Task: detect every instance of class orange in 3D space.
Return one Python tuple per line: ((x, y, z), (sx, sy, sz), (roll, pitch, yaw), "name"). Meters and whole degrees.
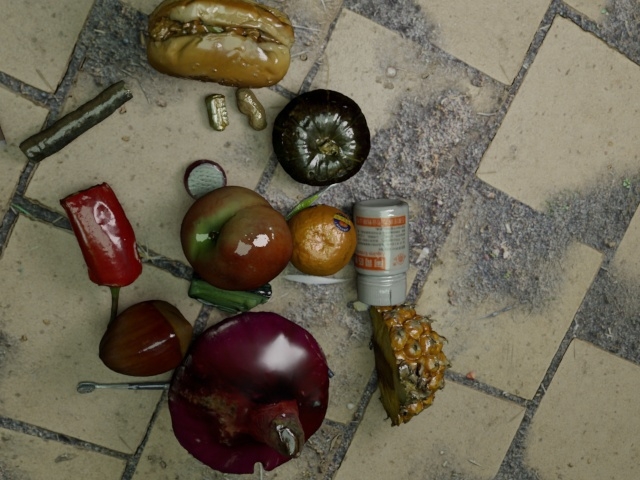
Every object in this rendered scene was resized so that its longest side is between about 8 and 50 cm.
((-0.001, 0.000, 1.741), (0.177, 0.155, 0.178), (0, 91, -17), "orange")

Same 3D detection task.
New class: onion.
((-0.148, 0.366, 1.643), (0.398, 0.420, 0.399), (-1, 95, -13), "onion")

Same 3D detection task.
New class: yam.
((-0.541, -0.263, 1.598), (0.274, 0.061, 0.061), (-35, 108, -6), "yam")

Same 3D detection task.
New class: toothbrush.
((-0.049, -0.080, 1.778), (0.263, 0.026, 0.022), (-37, 102, -4), "toothbrush")
((-0.450, 0.360, 1.770), (0.287, 0.026, 0.024), (3, 104, -16), "toothbrush")

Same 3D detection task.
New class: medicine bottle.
((0.153, 0.028, 1.794), (0.144, 0.144, 0.252), (-7, 104, -13), "medicine bottle")

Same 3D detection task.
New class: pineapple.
((0.267, 0.326, 1.811), (0.208, 0.286, 0.345), (-11, 105, -12), "pineapple")

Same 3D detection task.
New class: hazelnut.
((-0.402, 0.232, 1.656), (0.181, 0.212, 0.181), (31, 94, -11), "hazelnut")

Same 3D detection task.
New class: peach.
((-0.187, 0.000, 1.646), (0.252, 0.252, 0.253), (-3, 102, -14), "peach")

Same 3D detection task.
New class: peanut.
((-0.162, -0.309, 1.690), (0.054, 0.054, 0.113), (-33, 108, -6), "peanut")

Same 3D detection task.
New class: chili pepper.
((-0.473, 0.041, 1.640), (0.131, 0.134, 0.339), (-23, 105, -22), "chili pepper")

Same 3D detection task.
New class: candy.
((-0.272, -0.141, 1.699), (0.103, 0.043, 0.103), (-3, 102, -14), "candy")

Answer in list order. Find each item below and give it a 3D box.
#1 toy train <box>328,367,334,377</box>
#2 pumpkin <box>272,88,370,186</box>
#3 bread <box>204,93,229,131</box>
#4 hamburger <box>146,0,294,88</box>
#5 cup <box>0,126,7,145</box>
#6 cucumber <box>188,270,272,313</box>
((0.007, 0.326, 1.884), (0.017, 0.017, 0.083), (-37, 107, -5), "toy train")
((0.005, -0.240, 1.689), (0.237, 0.159, 0.238), (-5, 107, -16), "pumpkin")
((-0.241, -0.299, 1.679), (0.049, 0.033, 0.088), (-20, 110, -25), "bread")
((-0.214, -0.419, 1.529), (0.304, 0.284, 0.174), (5, 99, -20), "hamburger")
((-0.738, -0.244, 1.553), (0.074, 0.102, 0.099), (-29, 110, -47), "cup")
((-0.221, 0.116, 1.749), (0.192, 0.115, 0.086), (10, 56, -12), "cucumber")
